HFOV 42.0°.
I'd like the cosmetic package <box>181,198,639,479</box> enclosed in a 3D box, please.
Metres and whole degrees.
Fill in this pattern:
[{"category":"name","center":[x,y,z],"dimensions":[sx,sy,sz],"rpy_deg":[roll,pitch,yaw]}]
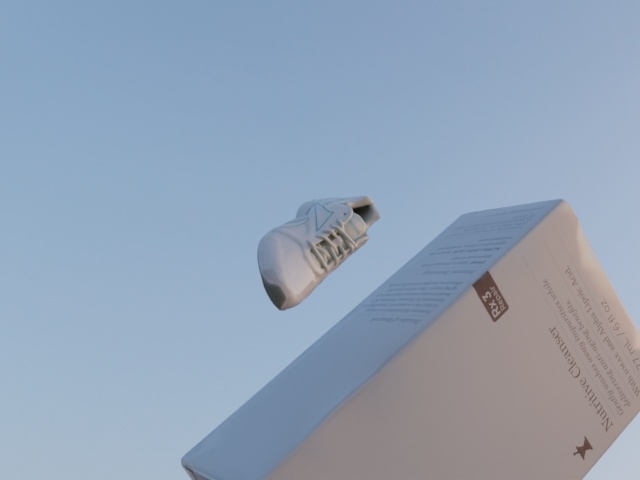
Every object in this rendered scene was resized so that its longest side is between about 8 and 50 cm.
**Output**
[{"category":"cosmetic package","center":[0.100,0.156,0.730],"dimensions":[0.217,0.385,0.156],"rpy_deg":[56,-27,-13]}]

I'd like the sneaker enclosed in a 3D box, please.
[{"category":"sneaker","center":[0.000,0.000,0.631],"dimensions":[0.061,0.152,0.053],"rpy_deg":[-17,-70,28]}]
